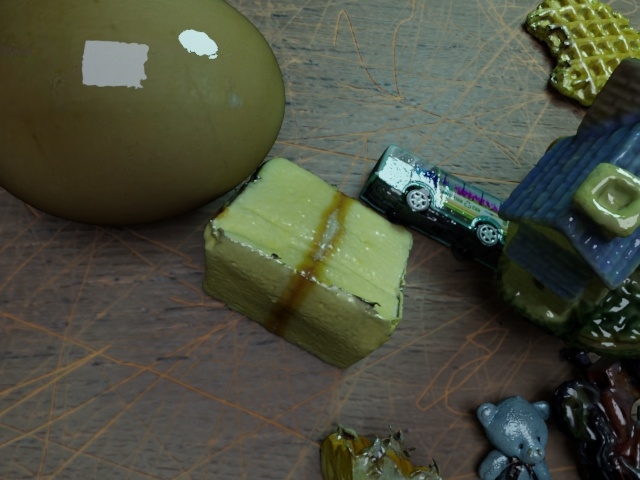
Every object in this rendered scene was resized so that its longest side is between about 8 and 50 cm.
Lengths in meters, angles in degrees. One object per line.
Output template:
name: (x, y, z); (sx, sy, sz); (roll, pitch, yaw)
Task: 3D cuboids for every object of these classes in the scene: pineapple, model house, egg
pineapple: (0.083, 0.348, 0.626); (0.236, 0.114, 0.186); (46, 70, 0)
model house: (0.381, -0.033, 0.581); (0.321, 0.266, 0.261); (-46, 60, -6)
egg: (-0.227, -0.173, 0.608); (0.373, 0.301, 0.301); (-17, 78, -19)

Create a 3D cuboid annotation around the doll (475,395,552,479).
doll: (0.281, 0.311, 0.697); (0.119, 0.075, 0.180); (3, 74, -16)

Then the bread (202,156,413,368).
bread: (0.000, 0.000, 0.675); (0.263, 0.198, 0.236); (30, 62, -4)

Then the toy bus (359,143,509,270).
toy bus: (0.194, -0.048, 0.781); (0.261, 0.091, 0.109); (27, 63, -5)

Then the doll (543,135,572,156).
doll: (0.526, -0.090, 0.827); (0.269, 0.166, 0.163); (-2, 96, -20)

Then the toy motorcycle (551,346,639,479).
toy motorcycle: (0.440, 0.250, 0.721); (0.207, 0.134, 0.401); (-28, 83, -19)

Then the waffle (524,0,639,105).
waffle: (0.523, -0.369, 0.966); (0.290, 0.051, 0.292); (4, 71, -13)
